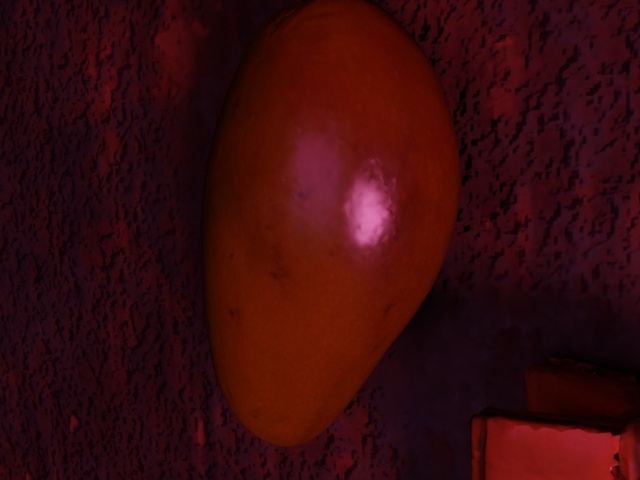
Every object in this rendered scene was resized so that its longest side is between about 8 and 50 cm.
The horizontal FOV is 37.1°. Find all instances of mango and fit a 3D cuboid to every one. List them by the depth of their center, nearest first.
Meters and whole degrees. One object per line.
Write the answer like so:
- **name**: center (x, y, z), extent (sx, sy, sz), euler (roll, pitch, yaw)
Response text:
- **mango**: center (0.000, 0.000, 0.502), extent (0.138, 0.113, 0.253), euler (23, 113, 30)

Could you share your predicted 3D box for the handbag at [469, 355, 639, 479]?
- **handbag**: center (0.258, 0.211, 0.365), extent (0.410, 0.116, 0.304), euler (4, 101, 33)
